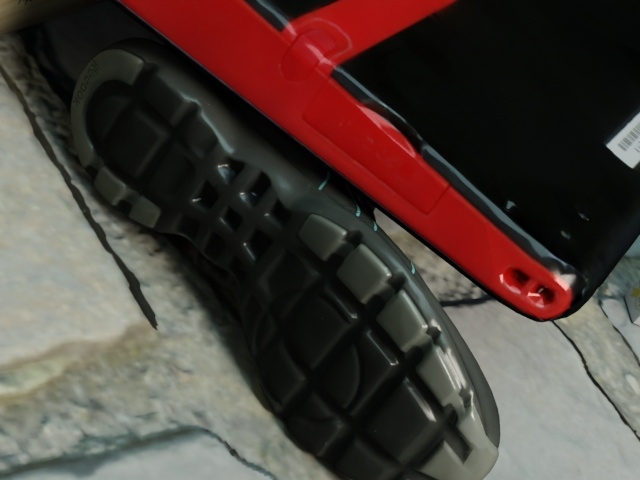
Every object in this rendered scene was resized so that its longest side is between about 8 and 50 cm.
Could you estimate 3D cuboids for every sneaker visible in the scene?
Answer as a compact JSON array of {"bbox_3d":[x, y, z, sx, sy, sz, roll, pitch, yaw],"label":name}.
[{"bbox_3d":[0.000,0.000,0.706,0.267,0.101,0.106,50,33,18],"label":"sneaker"}]

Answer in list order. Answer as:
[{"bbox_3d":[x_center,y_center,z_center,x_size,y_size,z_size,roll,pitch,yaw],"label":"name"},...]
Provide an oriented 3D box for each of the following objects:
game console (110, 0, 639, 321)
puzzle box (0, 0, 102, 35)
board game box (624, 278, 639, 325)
[{"bbox_3d":[0.053,-0.131,0.821,0.342,0.060,0.386,42,32,7],"label":"game console"},{"bbox_3d":[-0.222,-0.226,0.814,0.272,0.052,0.409,42,34,8],"label":"puzzle box"},{"bbox_3d":[0.268,0.008,0.895,0.103,0.154,0.026,21,37,-22],"label":"board game box"}]
